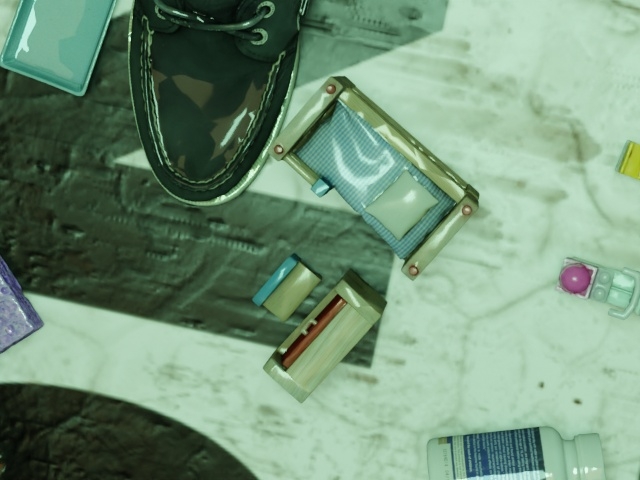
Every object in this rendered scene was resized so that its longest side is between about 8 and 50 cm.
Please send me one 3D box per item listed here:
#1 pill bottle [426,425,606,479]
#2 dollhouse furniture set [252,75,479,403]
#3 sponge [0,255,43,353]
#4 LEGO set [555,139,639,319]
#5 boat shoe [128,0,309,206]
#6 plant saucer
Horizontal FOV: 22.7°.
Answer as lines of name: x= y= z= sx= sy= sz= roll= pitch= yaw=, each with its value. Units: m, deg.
pill bottle: x=0.137 y=0.165 z=1.113 sx=0.120 sy=0.067 sz=0.067 roll=-7 pitch=95 yaw=6
dollhouse furniture set: x=0.000 y=0.000 z=1.079 sx=0.129 sy=0.129 sz=0.184 roll=41 pitch=98 yaw=1
sponge: x=-0.305 y=0.006 z=1.159 sx=0.117 sy=0.031 sz=0.210 roll=-31 pitch=91 yaw=8
LEGO set: x=0.243 y=-0.084 z=1.059 sx=0.132 sy=0.107 sz=0.287 roll=9 pitch=96 yaw=5
boat shoe: x=-0.066 y=-0.188 z=1.076 sx=0.127 sy=0.113 sz=0.340 roll=15 pitch=97 yaw=4
plant saucer: x=-0.166 y=-0.203 z=1.133 sx=0.067 sy=0.018 sz=0.192 roll=21 pitch=98 yaw=3
